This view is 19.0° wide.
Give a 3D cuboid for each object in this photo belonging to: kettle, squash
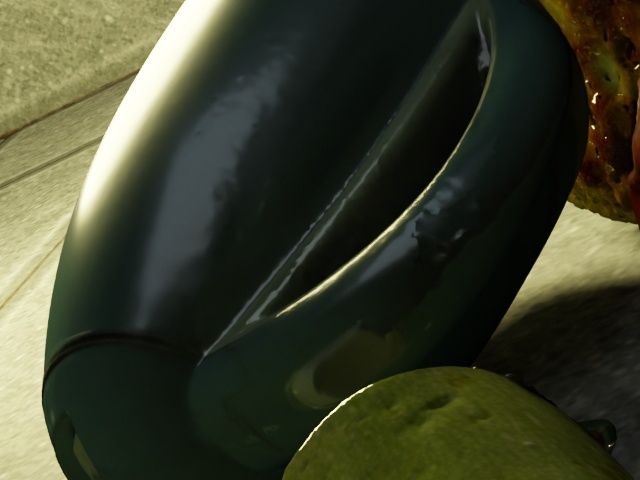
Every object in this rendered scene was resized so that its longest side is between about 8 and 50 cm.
[{"bbox_3d":[0.000,0.000,0.987,0.319,0.247,0.342,-33,19,43],"label":"kettle"},{"bbox_3d":[0.093,0.145,0.600,0.137,0.137,0.287,-31,25,-11],"label":"squash"}]

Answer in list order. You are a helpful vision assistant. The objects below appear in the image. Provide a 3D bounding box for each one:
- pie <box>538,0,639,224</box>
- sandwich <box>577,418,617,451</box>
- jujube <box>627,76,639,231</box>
[{"bbox_3d":[0.163,-0.142,1.095,0.103,0.288,0.355,-39,22,-29],"label":"pie"},{"bbox_3d":[0.073,0.124,0.837,0.135,0.029,0.067,-37,15,-31],"label":"sandwich"},{"bbox_3d":[0.231,-0.042,0.818,0.216,0.216,0.342,-26,8,10],"label":"jujube"}]
